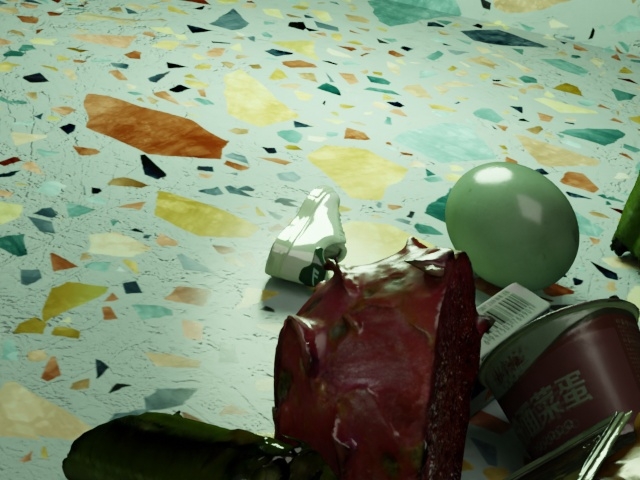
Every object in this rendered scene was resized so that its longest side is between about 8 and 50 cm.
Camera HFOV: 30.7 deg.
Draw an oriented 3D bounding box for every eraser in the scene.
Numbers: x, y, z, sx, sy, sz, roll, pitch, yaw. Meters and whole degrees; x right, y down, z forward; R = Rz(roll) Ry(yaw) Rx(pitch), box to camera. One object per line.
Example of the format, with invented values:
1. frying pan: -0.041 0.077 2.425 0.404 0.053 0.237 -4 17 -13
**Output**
1. eraser: 0.221 0.170 1.670 0.086 0.130 0.287 30 32 26

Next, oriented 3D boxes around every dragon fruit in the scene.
1. dragon fruit: 0.059 0.177 1.365 0.249 0.386 0.371 5 27 14

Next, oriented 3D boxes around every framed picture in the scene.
1. framed picture: 0.237 0.293 1.348 0.014 0.252 0.197 51 37 3

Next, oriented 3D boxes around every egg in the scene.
1. egg: 0.324 -0.026 1.985 0.203 0.203 0.282 -2 28 -21

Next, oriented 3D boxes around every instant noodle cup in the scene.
1. instant noodle cup: 0.345 0.208 1.522 0.235 0.235 0.178 -4 55 -26

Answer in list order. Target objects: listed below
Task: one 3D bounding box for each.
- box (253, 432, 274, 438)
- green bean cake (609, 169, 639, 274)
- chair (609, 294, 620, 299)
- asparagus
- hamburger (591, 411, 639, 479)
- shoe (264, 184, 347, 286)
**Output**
1. box: -0.068 0.294 1.451 0.087 0.023 0.155 0 30 -14
2. green bean cake: 0.733 0.001 2.091 0.335 0.218 0.319 -13 43 -26
3. chair: 0.554 0.206 1.694 0.186 0.319 0.160 -26 -3 22
4. asparagus: -0.145 0.254 1.285 0.382 0.108 0.128 3 57 47
5. hamburger: 0.397 0.323 1.271 0.276 0.236 0.276 -12 15 3
6. shoe: 0.000 0.000 1.957 0.110 0.095 0.265 23 35 11
